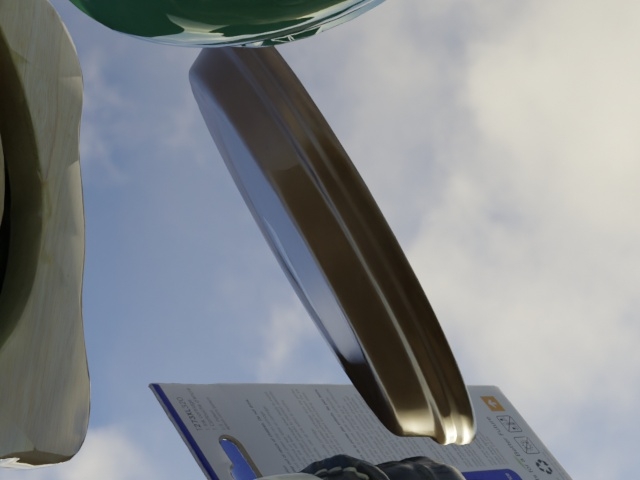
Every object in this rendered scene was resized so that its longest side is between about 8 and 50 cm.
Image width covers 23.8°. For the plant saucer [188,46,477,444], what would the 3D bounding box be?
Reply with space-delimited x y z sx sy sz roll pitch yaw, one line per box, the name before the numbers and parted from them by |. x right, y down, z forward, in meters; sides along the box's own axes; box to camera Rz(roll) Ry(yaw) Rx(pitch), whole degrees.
plant saucer | 0.000 0.000 0.851 0.041 0.278 0.278 -30 -41 -6

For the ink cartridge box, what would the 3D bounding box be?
ink cartridge box | 0.048 0.180 1.077 0.371 0.176 0.069 8 -55 -46

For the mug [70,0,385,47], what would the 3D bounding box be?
mug | -0.016 -0.099 0.356 0.129 0.158 0.097 -20 -54 7

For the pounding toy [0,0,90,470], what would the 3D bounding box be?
pounding toy | -0.171 0.017 0.446 0.154 0.270 0.154 -18 -30 22

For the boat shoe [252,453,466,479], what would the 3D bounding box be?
boat shoe | -0.010 0.221 0.629 0.091 0.114 0.303 -6 -52 -40
